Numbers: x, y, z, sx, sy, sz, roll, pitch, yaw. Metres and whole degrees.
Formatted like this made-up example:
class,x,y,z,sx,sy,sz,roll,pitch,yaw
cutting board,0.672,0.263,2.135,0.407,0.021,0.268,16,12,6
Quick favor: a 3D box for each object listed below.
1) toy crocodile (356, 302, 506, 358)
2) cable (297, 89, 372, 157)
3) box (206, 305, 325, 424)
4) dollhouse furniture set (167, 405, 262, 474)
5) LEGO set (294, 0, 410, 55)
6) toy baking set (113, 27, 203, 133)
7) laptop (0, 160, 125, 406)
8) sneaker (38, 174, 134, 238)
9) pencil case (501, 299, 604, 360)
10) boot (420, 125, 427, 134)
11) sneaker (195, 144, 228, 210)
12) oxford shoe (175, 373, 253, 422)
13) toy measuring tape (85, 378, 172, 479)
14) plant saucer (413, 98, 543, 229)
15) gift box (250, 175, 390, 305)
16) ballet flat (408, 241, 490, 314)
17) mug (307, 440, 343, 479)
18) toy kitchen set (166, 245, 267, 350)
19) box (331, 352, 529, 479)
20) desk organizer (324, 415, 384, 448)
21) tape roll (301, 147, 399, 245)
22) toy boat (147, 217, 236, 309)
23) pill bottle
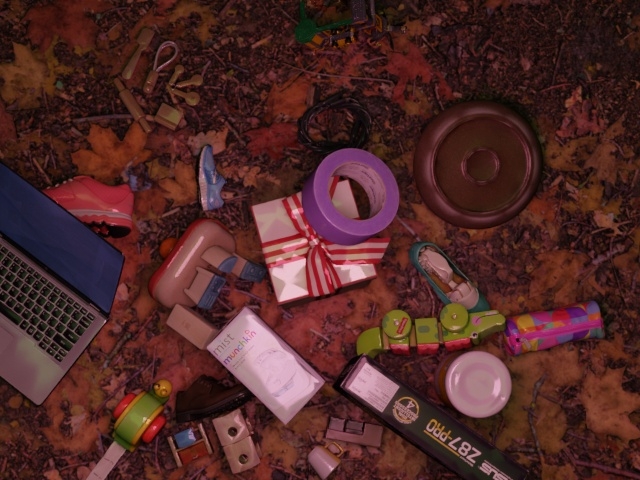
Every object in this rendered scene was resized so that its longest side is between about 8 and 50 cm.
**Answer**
class,x,y,z,sx,sy,sz,roll,pitch,yaw
toy crocodile,0.249,0.214,1.717,0.341,0.115,0.105,-8,66,8
cable,0.031,-0.272,1.850,0.185,0.047,0.150,-31,88,-7
box,-0.111,0.266,1.652,0.231,0.262,0.126,42,83,5
dollhouse furniture set,-0.237,0.465,1.686,0.184,0.129,0.128,-22,82,-5
LEGO set,0.068,-0.600,1.859,0.255,0.192,0.331,-16,77,27
toy baking set,-0.404,-0.388,1.869,0.197,0.030,0.256,-37,84,-9
laptop,-0.678,0.098,1.686,0.382,0.236,0.407,36,83,5
sneaker,-0.591,-0.093,1.795,0.314,0.116,0.136,8,69,-4
pencil case,0.532,0.204,1.751,0.237,0.104,0.104,-13,82,-3
boot,0.353,-0.229,1.835,0.198,0.077,0.136,-14,87,9
sneaker,-0.260,-0.151,1.826,0.073,0.063,0.162,-2,85,-19
oxford shoe,-0.244,0.341,1.688,0.227,0.083,0.096,-20,73,31
toy measuring tape,-0.444,0.448,1.696,0.121,0.121,0.330,37,83,5
plant saucer,0.376,-0.177,1.788,0.311,0.050,0.310,0,97,-1
gift box,0.000,0.000,1.696,0.277,0.258,0.255,-21,82,-3
ballet flat,0.302,0.098,1.769,0.083,0.087,0.247,-44,84,-7
mug,0.008,0.498,1.728,0.064,0.078,0.062,42,116,14
toy kitchen set,-0.213,0.137,1.720,0.122,0.166,0.207,30,93,32
box,0.213,0.389,1.608,0.395,0.318,0.097,35,82,4
desk organizer,0.077,0.438,1.736,0.130,0.047,0.050,10,79,1
tape roll,0.061,-0.089,1.567,0.189,0.080,0.188,6,71,-19
toy boat,-0.318,0.043,1.763,0.151,0.151,0.231,29,80,34
pill bottle,0.322,0.309,1.657,0.137,0.245,0.136,0,82,0
